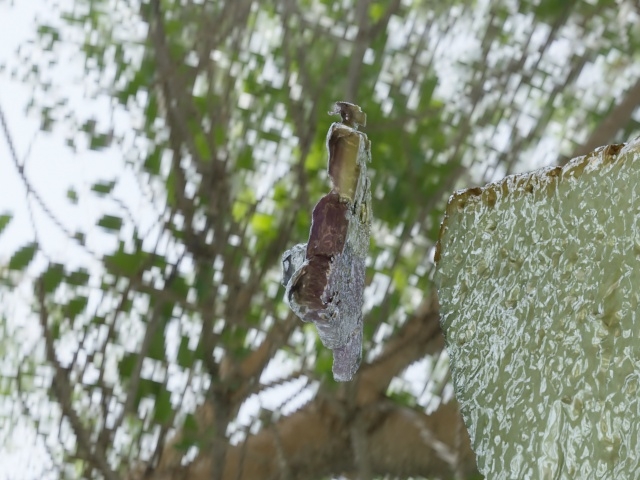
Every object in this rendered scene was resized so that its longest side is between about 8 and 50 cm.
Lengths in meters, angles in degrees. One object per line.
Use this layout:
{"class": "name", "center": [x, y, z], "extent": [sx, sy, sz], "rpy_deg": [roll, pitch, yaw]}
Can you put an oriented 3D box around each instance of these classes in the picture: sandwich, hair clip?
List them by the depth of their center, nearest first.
{"class": "sandwich", "center": [0.131, 0.078, 0.843], "extent": [0.099, 0.288, 0.254], "rpy_deg": [9, -98, -20]}
{"class": "hair clip", "center": [0.008, 0.001, 1.096], "extent": [0.056, 0.187, 0.146], "rpy_deg": [8, -106, -2]}
